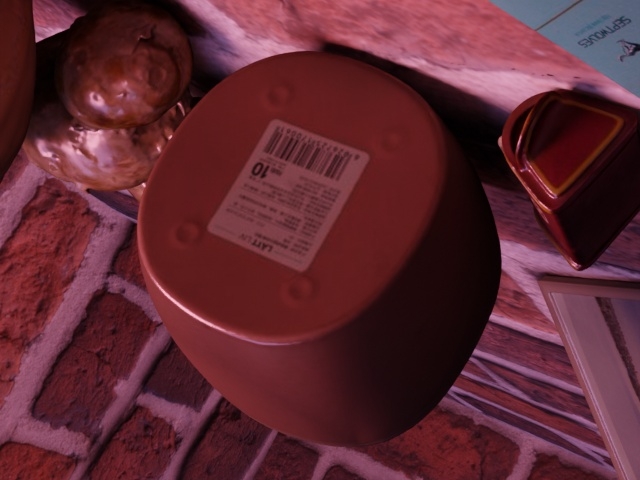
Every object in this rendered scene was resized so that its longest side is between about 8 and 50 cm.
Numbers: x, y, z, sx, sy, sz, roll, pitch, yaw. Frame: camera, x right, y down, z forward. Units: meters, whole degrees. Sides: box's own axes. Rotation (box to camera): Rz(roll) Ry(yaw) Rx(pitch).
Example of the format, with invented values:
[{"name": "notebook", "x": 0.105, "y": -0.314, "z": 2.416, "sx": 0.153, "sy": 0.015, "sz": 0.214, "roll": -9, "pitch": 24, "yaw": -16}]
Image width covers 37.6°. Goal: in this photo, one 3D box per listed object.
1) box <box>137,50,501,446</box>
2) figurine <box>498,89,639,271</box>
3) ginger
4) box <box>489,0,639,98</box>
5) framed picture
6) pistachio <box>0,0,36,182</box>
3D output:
[{"name": "box", "x": 0.000, "y": 0.000, "z": 0.777, "sx": 0.301, "sy": 0.301, "sz": 0.216, "roll": 25, "pitch": 162, "yaw": 22}, {"name": "figurine", "x": 0.163, "y": -0.057, "z": 0.647, "sx": 0.098, "sy": 0.082, "sz": 0.154, "roll": 45, "pitch": -179, "yaw": 35}, {"name": "ginger", "x": -0.172, "y": -0.109, "z": 0.998, "sx": 0.256, "sy": 0.176, "sz": 0.375, "roll": 4, "pitch": 159, "yaw": 30}, {"name": "box", "x": 0.159, "y": -0.114, "z": 0.415, "sx": 0.229, "sy": 0.041, "sz": 0.162, "roll": 30, "pitch": 171, "yaw": -7}, {"name": "framed picture", "x": 0.343, "y": 0.172, "z": 0.982, "sx": 0.289, "sy": 0.016, "sz": 0.213, "roll": 66, "pitch": 161, "yaw": -10}, {"name": "pistachio", "x": -0.435, "y": -0.161, "z": 0.837, "sx": 0.445, "sy": 0.365, "sz": 0.281, "roll": 23, "pitch": 167, "yaw": 32}]
